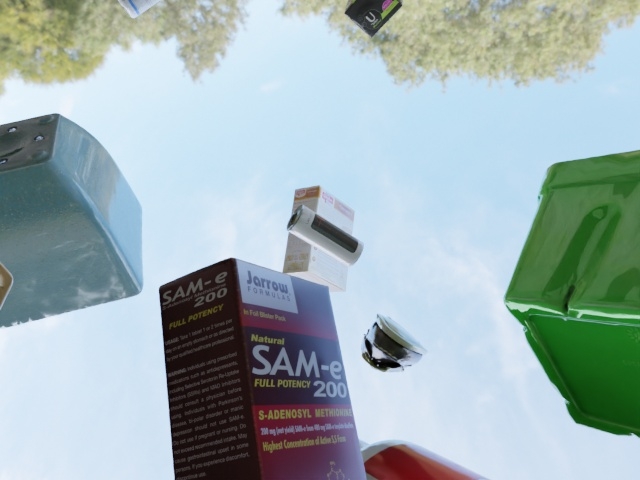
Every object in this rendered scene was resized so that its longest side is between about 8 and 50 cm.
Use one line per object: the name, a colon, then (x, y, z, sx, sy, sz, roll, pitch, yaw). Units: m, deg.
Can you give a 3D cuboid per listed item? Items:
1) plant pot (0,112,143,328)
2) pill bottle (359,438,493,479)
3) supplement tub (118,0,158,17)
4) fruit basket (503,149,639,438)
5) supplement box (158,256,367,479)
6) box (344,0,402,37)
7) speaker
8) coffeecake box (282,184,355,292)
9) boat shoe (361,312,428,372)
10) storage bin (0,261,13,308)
plant pot: (-0.444, -0.053, 0.948, 0.247, 0.252, 0.247, -13, -137, -6)
pill bottle: (0.132, 0.375, 0.689, 0.408, 0.229, 0.229, 7, -130, 52)
supplement tub: (-0.337, -0.483, 1.128, 0.107, 0.071, 0.071, -36, -142, -5)
fruit basket: (0.383, -0.013, 0.497, 0.392, 0.283, 0.392, -30, -162, 11)
supplement box: (-0.031, 0.143, 0.404, 0.073, 0.130, 0.239, -22, -113, 26)
box: (0.073, -0.324, 0.796, 0.062, 0.052, 0.083, -41, -158, 32)
speaker: (0.008, -0.008, 1.053, 0.055, 0.136, 0.055, -49, -160, 25)
coffeecake box: (0.000, 0.000, 1.230, 0.068, 0.142, 0.185, -6, -114, 35)
boat shoe: (0.094, 0.149, 0.807, 0.081, 0.228, 0.068, 39, -91, 12)
storage bin: (-0.441, 0.082, 0.484, 0.123, 0.262, 0.260, 15, -103, 26)
